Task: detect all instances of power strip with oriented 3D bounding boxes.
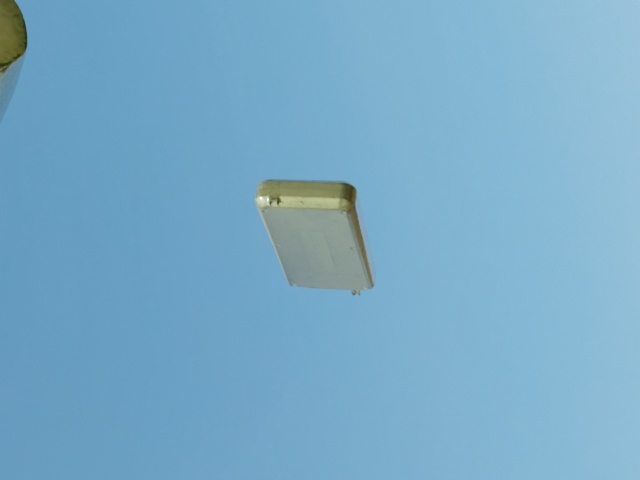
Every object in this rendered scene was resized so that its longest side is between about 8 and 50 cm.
[{"bbox_3d":[0.000,0.000,0.859,0.169,0.076,0.028,73,-159,-62],"label":"power strip"}]

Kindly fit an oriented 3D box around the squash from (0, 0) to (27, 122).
[{"bbox_3d":[-0.332,-0.166,0.958,0.170,0.123,0.170,27,-135,-30],"label":"squash"}]
